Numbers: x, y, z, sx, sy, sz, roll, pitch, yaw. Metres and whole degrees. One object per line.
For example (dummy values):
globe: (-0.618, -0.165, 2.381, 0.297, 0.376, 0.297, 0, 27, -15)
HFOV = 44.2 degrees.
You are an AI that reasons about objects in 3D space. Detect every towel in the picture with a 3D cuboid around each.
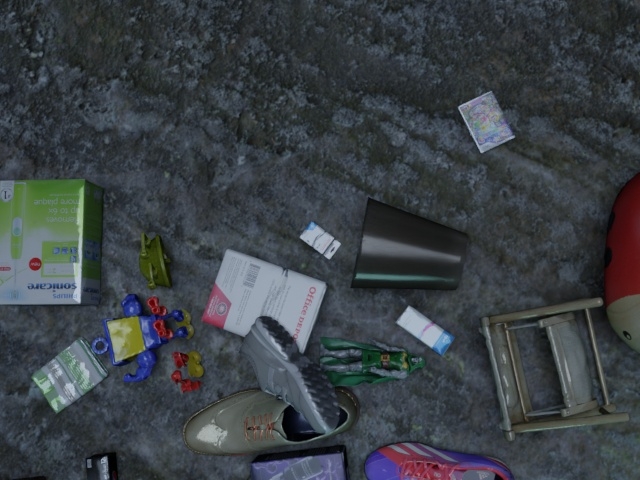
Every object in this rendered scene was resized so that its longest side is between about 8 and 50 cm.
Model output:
towel: (-0.578, 0.310, 1.815, 0.152, 0.023, 0.113, -37, 81, 0)

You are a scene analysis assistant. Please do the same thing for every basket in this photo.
basket: (0.195, 0.027, 1.718, 0.227, 0.154, 0.204, 12, 86, 3)

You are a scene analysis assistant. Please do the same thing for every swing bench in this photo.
swing bench: (0.480, 0.265, 1.659, 0.254, 0.165, 0.253, -11, 83, 9)

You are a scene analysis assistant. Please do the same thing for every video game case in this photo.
video game case: (0.379, -0.270, 1.802, 0.087, 0.011, 0.122, -25, 82, 2)

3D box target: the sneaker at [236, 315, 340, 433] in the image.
sneaker: (-0.066, 0.293, 1.640, 0.115, 0.105, 0.281, -48, 64, 20)

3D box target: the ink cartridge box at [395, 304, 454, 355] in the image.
ink cartridge box: (0.227, 0.196, 1.722, 0.122, 0.088, 0.052, 34, 88, 8)

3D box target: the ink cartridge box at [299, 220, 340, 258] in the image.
ink cartridge box: (0.000, 0.000, 1.796, 0.083, 0.028, 0.048, 36, 88, 8)

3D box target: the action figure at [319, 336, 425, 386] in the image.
action figure: (0.114, 0.265, 1.731, 0.232, 0.063, 0.137, 2, 52, -1)

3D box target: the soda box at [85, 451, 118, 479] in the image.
soda box: (-0.483, 0.563, 1.758, 0.053, 0.060, 0.169, -7, 82, 3)

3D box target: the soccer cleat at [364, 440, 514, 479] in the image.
soccer cleat: (0.251, 0.494, 1.671, 0.318, 0.116, 0.109, 5, 84, 6)

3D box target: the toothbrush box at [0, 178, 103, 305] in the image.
toothbrush box: (-0.620, 0.008, 1.806, 0.206, 0.122, 0.283, 0, 85, 5)

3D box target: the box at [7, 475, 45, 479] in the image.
box: (-0.704, 0.618, 1.700, 0.168, 0.203, 0.167, -9, 82, 3)

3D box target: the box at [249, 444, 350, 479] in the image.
box: (-0.039, 0.534, 1.697, 0.207, 0.108, 0.153, -9, 83, 4)

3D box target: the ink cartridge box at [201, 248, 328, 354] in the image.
ink cartridge box: (-0.118, 0.138, 1.754, 0.237, 0.100, 0.172, 19, 87, 7)

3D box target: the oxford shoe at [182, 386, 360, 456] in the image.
oxford shoe: (-0.116, 0.386, 1.701, 0.397, 0.146, 0.140, -14, 82, 3)

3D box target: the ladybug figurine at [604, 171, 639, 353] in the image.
ladybug figurine: (0.684, 0.033, 1.615, 0.162, 0.305, 0.449, -2, 62, 36)

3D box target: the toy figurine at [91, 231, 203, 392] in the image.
toy figurine: (-0.420, 0.182, 1.740, 0.217, 0.191, 0.362, -18, 81, 8)
